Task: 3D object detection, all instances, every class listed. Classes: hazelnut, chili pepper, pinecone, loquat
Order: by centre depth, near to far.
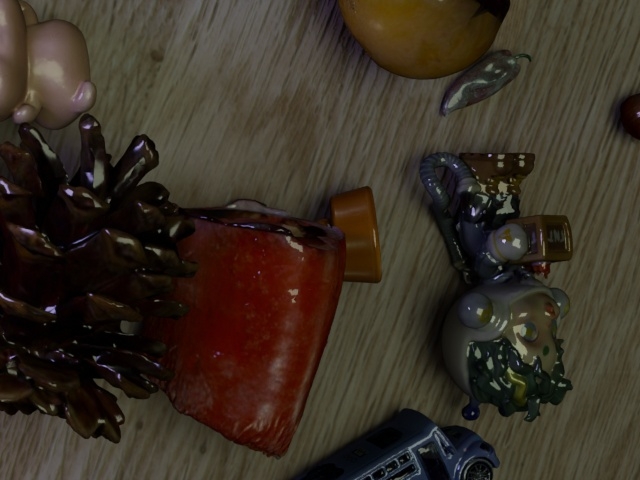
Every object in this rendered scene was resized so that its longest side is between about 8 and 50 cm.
[{"bbox_3d":[-0.305,0.027,1.685,0.384,0.384,0.384,-4,98,-26],"label":"pinecone"},{"bbox_3d":[-0.113,0.104,1.849,0.251,0.229,0.305,19,95,15],"label":"chili pepper"},{"bbox_3d":[0.133,-0.329,1.918,0.235,0.235,0.235,-4,98,-26],"label":"loquat"},{"bbox_3d":[0.231,-0.227,2.085,0.153,0.041,0.050,-35,91,-2],"label":"chili pepper"},{"bbox_3d":[0.490,-0.188,2.197,0.086,0.086,0.086,-4,98,-26],"label":"hazelnut"}]

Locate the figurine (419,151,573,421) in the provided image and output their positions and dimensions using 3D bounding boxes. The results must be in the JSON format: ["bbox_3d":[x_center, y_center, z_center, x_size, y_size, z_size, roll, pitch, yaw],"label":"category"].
[{"bbox_3d":[0.266,0.067,2.066,0.261,0.186,0.382,0,91,-37],"label":"figurine"}]

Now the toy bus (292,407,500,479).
[{"bbox_3d":[0.099,0.330,2.045,0.292,0.125,0.133,-29,108,-19],"label":"toy bus"}]

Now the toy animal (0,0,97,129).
[{"bbox_3d":[-0.373,-0.209,1.728,0.197,0.171,0.171,4,95,-30],"label":"toy animal"}]

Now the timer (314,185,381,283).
[{"bbox_3d":[0.000,0.000,1.973,0.152,0.132,0.132,-6,100,0],"label":"timer"}]
